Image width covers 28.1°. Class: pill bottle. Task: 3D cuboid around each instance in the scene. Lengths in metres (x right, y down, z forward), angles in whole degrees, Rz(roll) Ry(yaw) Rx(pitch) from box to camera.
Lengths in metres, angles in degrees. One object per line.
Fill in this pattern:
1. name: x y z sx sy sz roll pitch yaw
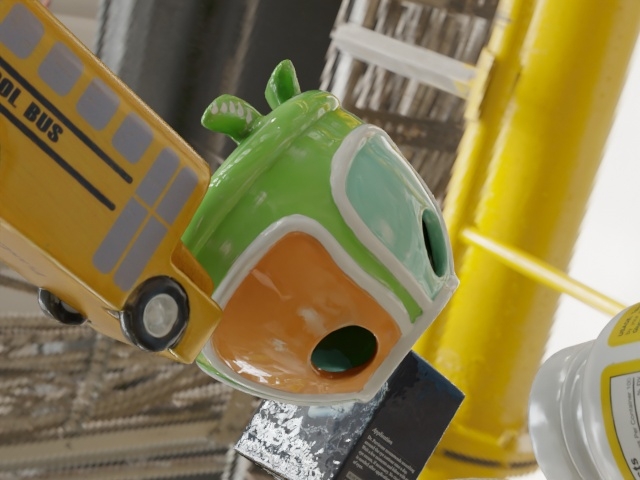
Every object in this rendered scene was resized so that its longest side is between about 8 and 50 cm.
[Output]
1. pill bottle: 0.322 0.119 0.953 0.188 0.334 0.188 11 -110 -34

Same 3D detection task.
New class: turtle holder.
1. turtle holder: -0.012 0.015 1.059 0.227 0.320 0.243 37 -92 5

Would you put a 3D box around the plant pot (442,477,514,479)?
1. plant pot: 0.088 0.328 0.763 0.256 0.256 0.274 -20 -40 -27

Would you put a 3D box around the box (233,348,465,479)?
1. box: 0.025 0.172 1.213 0.093 0.156 0.158 41 -106 -34

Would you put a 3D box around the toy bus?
1. toy bus: -0.180 -0.053 0.783 0.333 0.108 0.130 45 -114 -41
